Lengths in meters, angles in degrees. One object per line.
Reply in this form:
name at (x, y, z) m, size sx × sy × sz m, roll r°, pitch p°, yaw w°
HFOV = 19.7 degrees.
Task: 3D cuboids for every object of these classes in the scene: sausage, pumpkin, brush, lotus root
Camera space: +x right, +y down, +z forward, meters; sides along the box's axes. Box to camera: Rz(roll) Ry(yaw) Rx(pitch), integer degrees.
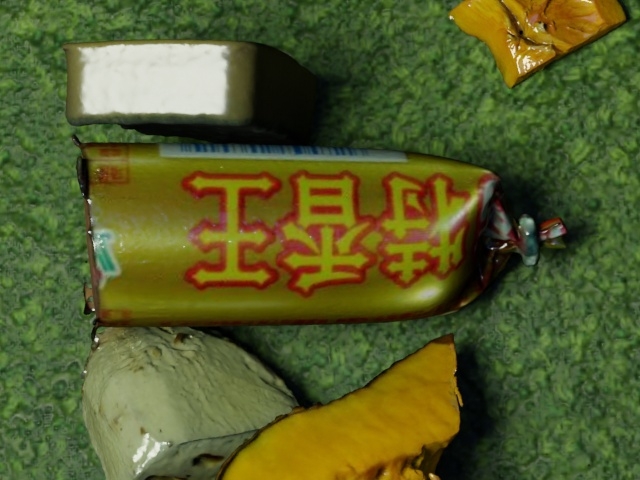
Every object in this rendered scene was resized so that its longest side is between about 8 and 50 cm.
sausage at (0.000, 0.002, 1.173) m, size 0.317 × 0.117 × 0.125 m, roll 2°, pitch 111°, yaw -6°
pumpkin at (0.144, -0.154, 1.231) m, size 0.101 × 0.035 × 0.073 m, roll -33°, pitch 74°, yaw 6°
brush at (-0.080, -0.094, 1.183) m, size 0.123 × 0.197 × 0.059 m, roll 4°, pitch 90°, yaw 13°
pumpkin at (-0.002, 0.169, 1.104) m, size 0.163 × 0.111 × 0.278 m, roll 16°, pitch 41°, yaw -15°
lotus root at (-0.092, 0.098, 1.189) m, size 0.143 × 0.070 × 0.144 m, roll -20°, pitch 55°, yaw -35°
